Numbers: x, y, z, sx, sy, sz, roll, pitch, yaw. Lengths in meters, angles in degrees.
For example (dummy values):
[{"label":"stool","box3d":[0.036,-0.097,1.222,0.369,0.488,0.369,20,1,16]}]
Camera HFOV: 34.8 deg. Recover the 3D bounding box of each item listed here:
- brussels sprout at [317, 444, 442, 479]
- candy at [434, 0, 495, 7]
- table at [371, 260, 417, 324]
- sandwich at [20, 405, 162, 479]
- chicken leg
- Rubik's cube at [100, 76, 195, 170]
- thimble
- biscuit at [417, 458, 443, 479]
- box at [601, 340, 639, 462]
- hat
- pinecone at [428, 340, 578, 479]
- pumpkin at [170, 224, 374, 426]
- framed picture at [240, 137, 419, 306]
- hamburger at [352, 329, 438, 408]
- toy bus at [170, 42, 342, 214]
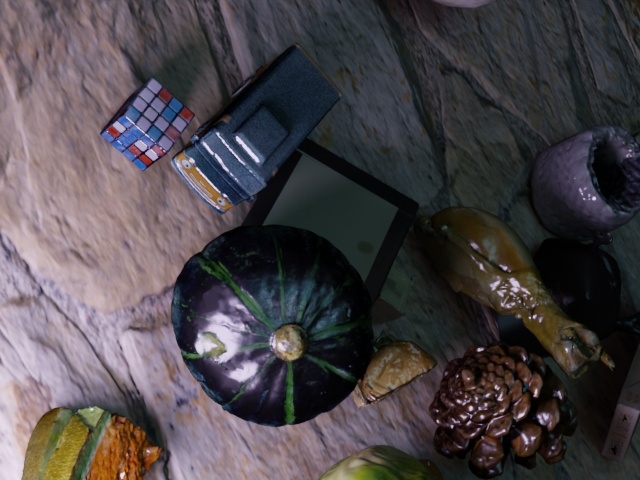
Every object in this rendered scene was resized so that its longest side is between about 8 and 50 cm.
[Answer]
[{"label":"brussels sprout","box3d":[0.104,0.450,1.557,0.259,0.227,0.294,30,37,-21]},{"label":"candy","box3d":[0.207,-0.643,2.037,0.426,0.186,0.386,15,58,-28]},{"label":"table","box3d":[0.116,0.091,1.795,0.062,0.079,0.083,35,56,-20]},{"label":"sandwich","box3d":[-0.320,0.326,1.401,0.160,0.109,0.185,42,51,-41]},{"label":"chicken leg","box3d":[0.349,0.092,1.825,0.152,0.201,0.429,-40,58,-3]},{"label":"Rubik's cube","box3d":[-0.271,-0.182,1.602,0.092,0.092,0.092,41,56,-17]},{"label":"thimble","box3d":[0.570,-0.123,2.140,0.245,0.157,0.217,-40,100,-38]},{"label":"biscuit","box3d":[0.211,0.487,1.744,0.250,0.036,0.165,61,34,-5]},{"label":"box","box3d":[0.657,0.248,2.065,0.051,0.205,0.365,20,54,19]},{"label":"hat","box3d":[0.494,0.108,1.979,0.336,0.209,0.238,-20,90,-37]},{"label":"pinecone","box3d":[0.321,0.304,1.784,0.309,0.244,0.244,30,59,-38]},{"label":"pumpkin","box3d":[-0.068,0.127,1.523,0.315,0.238,0.315,0,91,-11]},{"label":"framed picture","box3d":[0.000,0.000,1.737,0.265,0.016,0.347,30,57,-5]},{"label":"hamburger","box3d":[0.110,0.213,1.754,0.176,0.087,0.102,-26,78,-30]},{"label":"toy bus","box3d":[-0.101,-0.185,1.678,0.138,0.167,0.275,48,55,-13]}]
